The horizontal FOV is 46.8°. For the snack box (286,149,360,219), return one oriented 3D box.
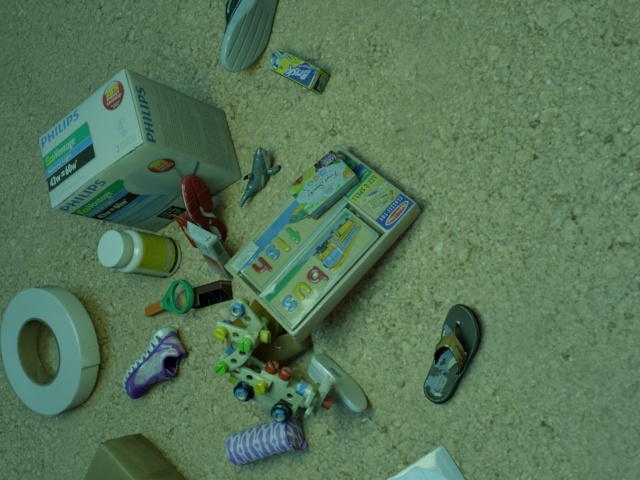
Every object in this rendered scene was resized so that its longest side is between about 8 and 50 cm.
[{"bbox_3d":[0.006,-0.129,1.715,0.141,0.037,0.100,-41,59,1],"label":"snack box"}]

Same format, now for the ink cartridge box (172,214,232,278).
[{"bbox_3d":[-0.316,0.016,1.941,0.179,0.145,0.045,22,62,33],"label":"ink cartridge box"}]

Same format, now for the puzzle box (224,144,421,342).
[{"bbox_3d":[0.000,0.000,1.711,0.409,0.052,0.272,-48,59,-3],"label":"puzzle box"}]

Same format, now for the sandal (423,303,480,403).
[{"bbox_3d":[0.268,0.241,1.558,0.090,0.060,0.219,28,98,34],"label":"sandal"}]

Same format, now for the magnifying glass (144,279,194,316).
[{"bbox_3d":[-0.415,0.169,2.020,0.231,0.026,0.092,-24,74,43],"label":"magnifying glass"}]

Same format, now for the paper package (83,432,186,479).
[{"bbox_3d":[-0.481,0.727,1.918,0.325,0.168,0.310,32,102,33],"label":"paper package"}]

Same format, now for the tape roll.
[{"bbox_3d":[-0.818,0.329,2.222,0.392,0.072,0.392,4,96,34],"label":"tape roll"}]

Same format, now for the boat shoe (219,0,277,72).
[{"bbox_3d":[-0.200,-0.608,1.999,0.119,0.121,0.335,15,80,43],"label":"boat shoe"}]

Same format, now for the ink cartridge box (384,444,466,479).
[{"bbox_3d":[0.187,0.664,1.550,0.385,0.091,0.308,-35,62,6],"label":"ink cartridge box"}]

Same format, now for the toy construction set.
[{"bbox_3d":[-0.107,0.297,1.696,0.327,0.151,0.215,35,117,19],"label":"toy construction set"}]

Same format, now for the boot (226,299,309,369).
[{"bbox_3d":[-0.155,0.174,1.829,0.211,0.104,0.295,-24,74,27],"label":"boot"}]

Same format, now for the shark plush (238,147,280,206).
[{"bbox_3d":[-0.179,-0.166,1.924,0.161,0.067,0.073,-52,59,16],"label":"shark plush"}]

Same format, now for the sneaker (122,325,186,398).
[{"bbox_3d":[-0.445,0.350,2.007,0.104,0.095,0.236,42,105,24],"label":"sneaker"}]

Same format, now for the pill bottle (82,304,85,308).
[{"bbox_3d":[-0.777,0.215,2.265,0.116,0.065,0.065,-2,81,34],"label":"pill bottle"}]

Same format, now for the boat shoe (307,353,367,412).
[{"bbox_3d":[0.033,0.340,1.701,0.184,0.066,0.063,40,118,30],"label":"boat shoe"}]

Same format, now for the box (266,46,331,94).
[{"bbox_3d":[-0.058,-0.435,1.896,0.169,0.054,0.059,33,101,33],"label":"box"}]

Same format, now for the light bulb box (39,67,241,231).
[{"bbox_3d":[-0.473,-0.219,1.954,0.358,0.361,0.225,-29,67,27],"label":"light bulb box"}]

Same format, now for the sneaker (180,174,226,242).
[{"bbox_3d":[-0.342,-0.083,1.952,0.128,0.087,0.221,16,135,40],"label":"sneaker"}]

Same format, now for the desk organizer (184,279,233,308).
[{"bbox_3d":[-0.297,0.144,1.965,0.130,0.047,0.050,-17,75,31],"label":"desk organizer"}]

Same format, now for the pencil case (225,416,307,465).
[{"bbox_3d":[-0.130,0.485,1.777,0.206,0.088,0.086,-21,30,30],"label":"pencil case"}]

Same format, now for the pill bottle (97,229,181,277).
[{"bbox_3d":[-0.493,0.035,2.016,0.119,0.208,0.119,-6,78,33],"label":"pill bottle"}]
